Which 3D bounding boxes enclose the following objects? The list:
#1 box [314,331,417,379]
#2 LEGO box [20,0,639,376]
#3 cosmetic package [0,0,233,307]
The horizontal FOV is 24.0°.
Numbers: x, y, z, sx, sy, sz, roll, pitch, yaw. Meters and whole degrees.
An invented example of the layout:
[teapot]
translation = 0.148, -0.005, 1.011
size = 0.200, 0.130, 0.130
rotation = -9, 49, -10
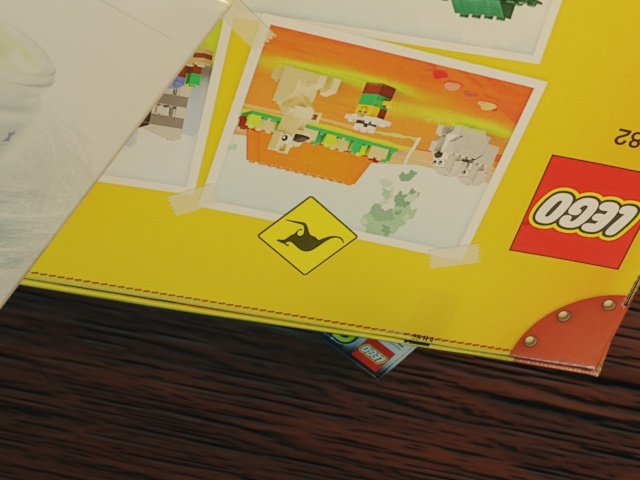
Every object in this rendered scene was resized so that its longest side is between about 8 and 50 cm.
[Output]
[box]
translation = 0.000, 0.000, 1.060
size = 0.207, 0.036, 0.114
rotation = 37, 123, -13
[LEGO box]
translation = -0.028, -0.154, 0.796
size = 0.500, 0.193, 0.372
rotation = 10, 127, -14
[cosmetic package]
translation = -0.189, -0.101, 0.612
size = 0.224, 0.138, 0.225
rotation = 27, 119, -25
